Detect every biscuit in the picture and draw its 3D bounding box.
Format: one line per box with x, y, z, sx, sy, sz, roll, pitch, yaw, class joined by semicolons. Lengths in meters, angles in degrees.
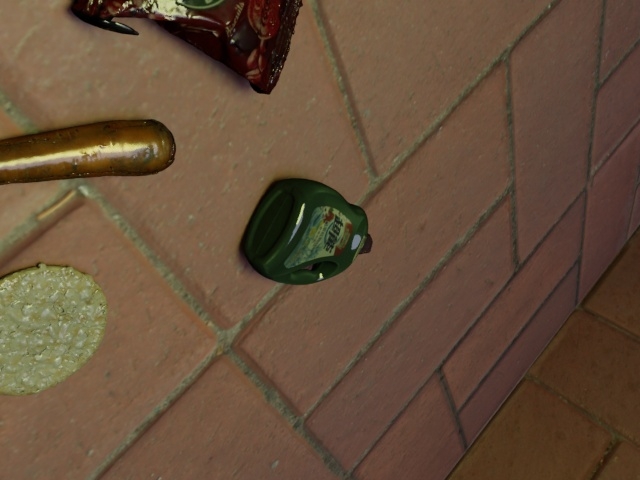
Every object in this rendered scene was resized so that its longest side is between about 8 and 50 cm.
-0.099;-0.232;0.513;0.235;0.063;0.151;12;95;-47;biscuit
-0.285;0.091;0.566;0.152;0.020;0.152;-27;132;-34;biscuit

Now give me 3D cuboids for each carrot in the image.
-0.211;-0.079;0.507;0.162;0.055;0.055;-13;125;-35;carrot

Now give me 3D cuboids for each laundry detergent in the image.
0.000;0.000;0.780;0.222;0.078;0.144;19;102;-55;laundry detergent
